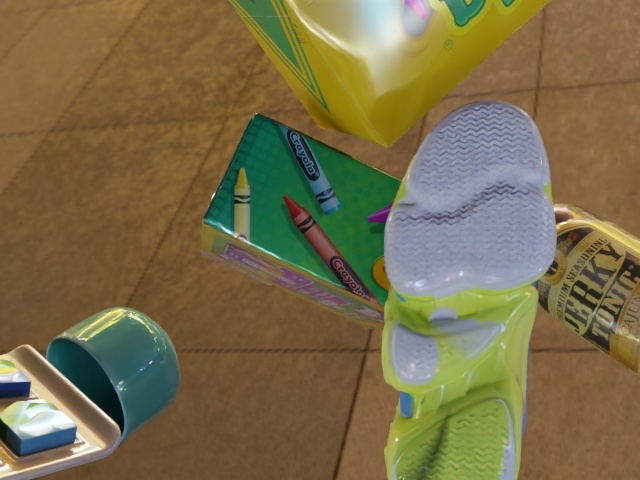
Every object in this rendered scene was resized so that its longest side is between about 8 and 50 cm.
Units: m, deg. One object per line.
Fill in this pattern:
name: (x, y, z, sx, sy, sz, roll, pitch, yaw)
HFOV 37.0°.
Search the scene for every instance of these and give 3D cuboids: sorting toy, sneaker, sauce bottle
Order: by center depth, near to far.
sneaker: (0.083, 0.046, 0.555, 0.091, 0.126, 0.240, 9, 82, 14)
sorting toy: (-0.313, 0.156, 0.852, 0.208, 0.038, 0.193, -13, 31, -43)
sauce bottle: (0.259, 0.037, 0.910, 0.111, 0.111, 0.344, -34, 46, -22)

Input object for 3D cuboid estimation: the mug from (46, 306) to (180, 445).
mug: (-0.217, 0.142, 1.023, 0.097, 0.129, 0.158, -33, -5, -40)

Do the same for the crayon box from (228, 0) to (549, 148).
crayon box: (0.065, -0.293, 0.579, 0.363, 0.313, 0.106, -43, 24, -10)

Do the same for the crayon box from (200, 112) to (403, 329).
crayon box: (0.000, 0.000, 0.719, 0.165, 0.278, 0.081, 25, 83, -5)
